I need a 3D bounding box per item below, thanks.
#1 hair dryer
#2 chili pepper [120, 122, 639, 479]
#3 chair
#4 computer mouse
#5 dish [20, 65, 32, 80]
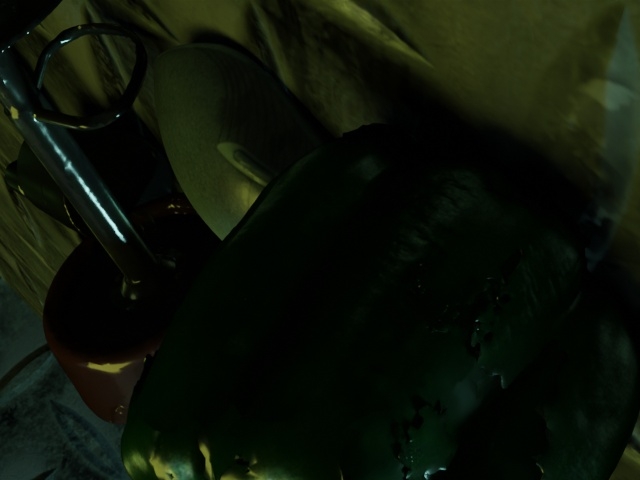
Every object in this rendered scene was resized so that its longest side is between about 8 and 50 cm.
[{"bbox_3d":[-0.193,-0.010,1.436,0.302,0.116,0.244,48,168,-26],"label":"hair dryer"},{"bbox_3d":[0.027,0.081,0.760,0.248,0.256,0.233,0,132,53],"label":"chili pepper"},{"bbox_3d":[-0.203,-0.043,1.136,0.226,0.226,0.401,30,155,48],"label":"chair"},{"bbox_3d":[0.000,0.000,0.963,0.379,0.090,0.167,41,164,18],"label":"computer mouse"},{"bbox_3d":[-0.344,-0.169,1.547,0.091,0.039,0.137,42,163,38],"label":"dish"}]
